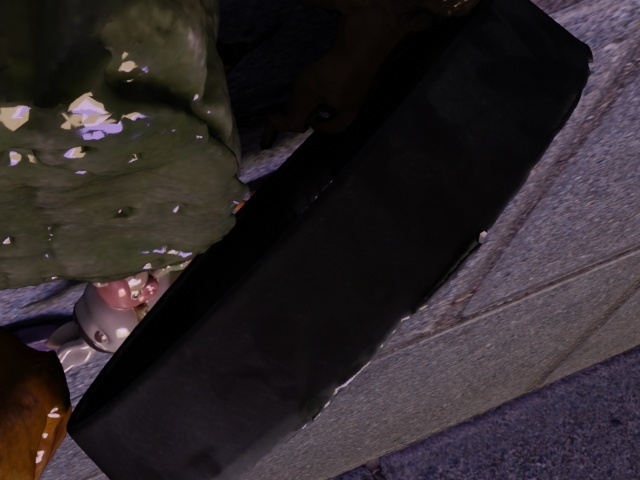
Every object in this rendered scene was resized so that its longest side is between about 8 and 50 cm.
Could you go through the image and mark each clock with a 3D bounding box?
[{"bbox_3d":[0.000,0.000,0.956,0.386,0.076,0.386,-46,-173,7],"label":"clock"}]

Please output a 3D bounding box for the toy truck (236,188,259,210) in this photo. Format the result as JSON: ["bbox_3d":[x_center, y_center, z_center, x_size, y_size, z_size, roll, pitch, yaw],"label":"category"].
[{"bbox_3d":[0.010,0.023,1.315,0.135,0.114,0.270,-28,165,-3],"label":"toy truck"}]

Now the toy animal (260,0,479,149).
[{"bbox_3d":[0.016,-0.117,0.887,0.069,0.086,0.220,-7,154,-37],"label":"toy animal"}]

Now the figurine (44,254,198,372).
[{"bbox_3d":[-0.150,0.036,1.220,0.146,0.081,0.098,-19,122,-4],"label":"figurine"}]

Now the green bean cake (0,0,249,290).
[{"bbox_3d":[-0.144,-0.059,0.637,0.227,0.124,0.222,-3,159,-3],"label":"green bean cake"}]

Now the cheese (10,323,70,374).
[{"bbox_3d":[-0.225,0.094,1.318,0.191,0.042,0.105,-20,166,-27],"label":"cheese"}]

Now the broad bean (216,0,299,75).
[{"bbox_3d":[-0.083,-0.123,0.782,0.098,0.056,0.318,-49,171,4],"label":"broad bean"}]

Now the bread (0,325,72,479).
[{"bbox_3d":[-0.268,0.116,0.945,0.179,0.194,0.340,-52,176,34],"label":"bread"}]
